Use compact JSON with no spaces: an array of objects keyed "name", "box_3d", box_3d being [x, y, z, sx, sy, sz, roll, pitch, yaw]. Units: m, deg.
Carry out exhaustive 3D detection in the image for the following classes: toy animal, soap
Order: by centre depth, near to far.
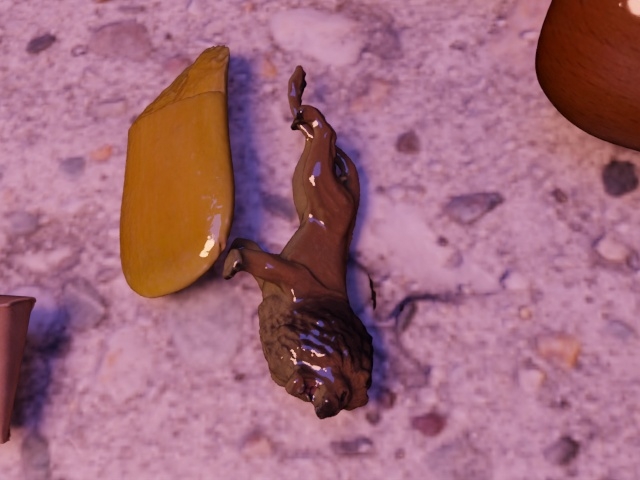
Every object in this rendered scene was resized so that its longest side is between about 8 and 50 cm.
[{"name":"toy animal","box_3d":[-0.017,-0.004,0.547,0.086,0.069,0.219,4,70,-15]},{"name":"soap","box_3d":[-0.087,-0.046,0.574,0.089,0.033,0.168,-22,58,27]}]

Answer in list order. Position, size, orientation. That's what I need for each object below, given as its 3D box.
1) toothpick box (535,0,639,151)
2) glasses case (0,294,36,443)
[{"name":"toothpick box","box_3d":[0.269,-0.071,0.490,0.294,0.192,0.192,35,74,22]},{"name":"glasses case","box_3d":[-0.253,0.073,0.536,0.193,0.070,0.102,3,95,4]}]
